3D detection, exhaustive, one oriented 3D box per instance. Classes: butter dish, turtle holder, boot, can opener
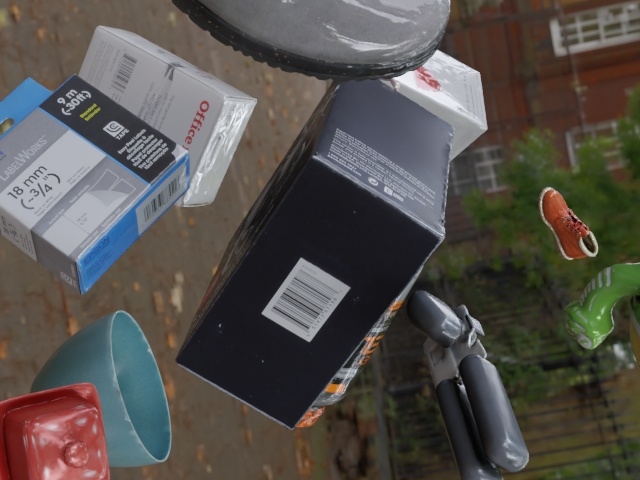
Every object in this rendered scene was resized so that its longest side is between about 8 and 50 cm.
[{"bbox_3d":[-0.346,0.282,1.486,0.118,0.160,0.159,-7,-88,55],"label":"butter dish"},{"bbox_3d":[0.542,0.134,1.593,0.243,0.320,0.227,-114,-157,-49],"label":"turtle holder"},{"bbox_3d":[0.475,-0.034,2.110,0.158,0.059,0.085,59,-23,-17],"label":"boot"},{"bbox_3d":[-0.043,-0.237,0.700,0.222,0.338,0.118,122,-18,-54],"label":"boot"},{"bbox_3d":[0.137,0.146,1.159,0.095,0.076,0.283,33,19,-18],"label":"can opener"}]

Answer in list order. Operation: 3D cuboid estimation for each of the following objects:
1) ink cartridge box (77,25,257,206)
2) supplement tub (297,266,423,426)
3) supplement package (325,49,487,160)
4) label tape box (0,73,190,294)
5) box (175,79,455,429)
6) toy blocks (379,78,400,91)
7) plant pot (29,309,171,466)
[{"bbox_3d":[-0.278,-0.208,1.870,0.117,0.283,0.207,-9,126,-65],"label":"ink cartridge box"},{"bbox_3d":[0.002,0.116,1.769,0.338,0.207,0.207,-61,-173,17],"label":"supplement tub"},{"bbox_3d":[0.177,-0.302,2.313,0.293,0.175,0.177,22,47,-27],"label":"supplement package"},{"bbox_3d":[-0.395,-0.114,1.621,0.240,0.334,0.106,-49,164,-26],"label":"label tape box"},{"bbox_3d":[0.000,0.000,1.405,0.343,0.179,0.312,-55,-172,28],"label":"box"},{"bbox_3d":[0.107,-0.422,1.874,0.260,0.309,0.288,52,-39,46],"label":"toy blocks"},{"bbox_3d":[-0.419,0.296,2.048,0.290,0.195,0.290,-18,90,-85],"label":"plant pot"}]
